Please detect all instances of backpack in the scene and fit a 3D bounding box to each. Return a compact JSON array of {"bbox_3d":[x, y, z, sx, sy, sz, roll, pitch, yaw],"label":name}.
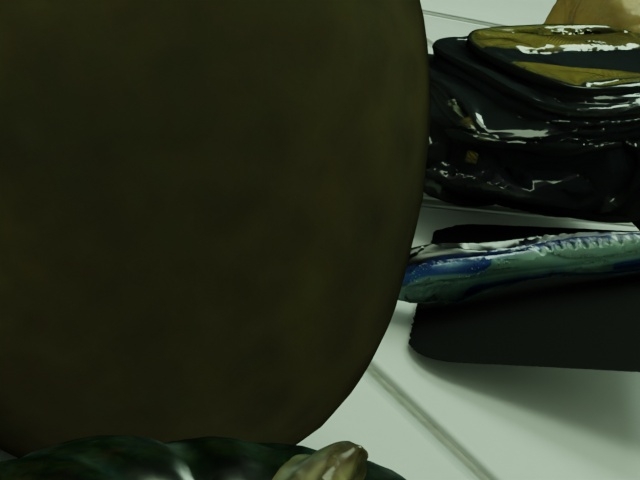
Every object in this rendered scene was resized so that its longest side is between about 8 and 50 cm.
[{"bbox_3d":[0.145,-0.074,1.159,0.258,0.133,0.206,1,18,-34],"label":"backpack"}]

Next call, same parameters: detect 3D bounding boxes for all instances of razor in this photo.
[{"bbox_3d":[0.171,-0.002,1.011,0.324,0.093,0.056,-14,58,-32],"label":"razor"}]

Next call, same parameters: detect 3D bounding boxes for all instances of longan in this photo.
[{"bbox_3d":[-0.092,-0.043,0.661,0.300,0.300,0.243,14,-7,-15],"label":"longan"}]

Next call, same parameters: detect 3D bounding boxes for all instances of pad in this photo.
[{"bbox_3d":[0.217,0.057,0.996,0.323,0.055,0.250,20,18,2],"label":"pad"}]

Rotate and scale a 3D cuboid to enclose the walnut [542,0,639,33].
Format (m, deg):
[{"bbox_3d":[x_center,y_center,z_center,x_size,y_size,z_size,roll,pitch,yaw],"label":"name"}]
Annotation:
[{"bbox_3d":[0.272,-0.147,1.455,0.197,0.165,0.165,0,27,-44],"label":"walnut"}]

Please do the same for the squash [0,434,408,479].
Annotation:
[{"bbox_3d":[-0.021,0.133,0.383,0.218,0.172,0.218,-3,42,3],"label":"squash"}]
